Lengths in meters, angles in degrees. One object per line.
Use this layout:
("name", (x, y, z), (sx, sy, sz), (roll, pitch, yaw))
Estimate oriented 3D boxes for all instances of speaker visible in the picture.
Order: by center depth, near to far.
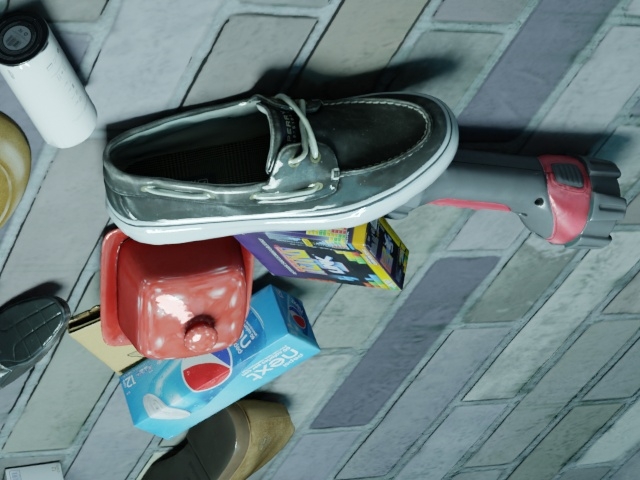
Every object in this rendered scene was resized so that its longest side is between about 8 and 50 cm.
("speaker", (-0.231, -0.133, 1.589), (0.055, 0.055, 0.136), (-20, 151, 2))

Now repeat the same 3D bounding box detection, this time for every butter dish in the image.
("butter dish", (-0.132, 0.064, 1.886), (0.160, 0.118, 0.160), (-8, 130, -16))

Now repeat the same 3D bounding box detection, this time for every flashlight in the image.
("flashlight", (0.161, -0.049, 1.912), (0.304, 0.103, 0.103), (4, 100, -28))

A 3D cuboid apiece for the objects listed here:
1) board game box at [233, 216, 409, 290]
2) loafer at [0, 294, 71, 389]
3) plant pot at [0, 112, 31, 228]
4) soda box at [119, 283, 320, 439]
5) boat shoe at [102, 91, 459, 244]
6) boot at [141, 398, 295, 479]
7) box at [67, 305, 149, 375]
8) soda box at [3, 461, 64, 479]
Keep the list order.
("board game box", (0.000, 0.000, 1.861), (0.141, 0.048, 0.170), (5, 165, 17))
("loafer", (-0.310, 0.104, 1.953), (0.170, 0.062, 0.061), (-35, 169, 32))
("plant pot", (-0.364, -0.033, 1.676), (0.236, 0.032, 0.236), (-19, 149, -12))
("soda box", (-0.110, 0.133, 2.046), (0.210, 0.067, 0.071), (-32, 149, 18))
("boat shoe", (-0.036, -0.074, 1.727), (0.335, 0.121, 0.119), (-15, 155, -2))
("boot", (-0.132, 0.296, 2.322), (0.115, 0.112, 0.305), (-6, 148, -41))
("box", (-0.158, 0.099, 2.052), (0.164, 0.021, 0.201), (-24, 149, 10))
("soda box", (-0.322, 0.373, 2.221), (0.069, 0.216, 0.074), (-5, 147, -19))
